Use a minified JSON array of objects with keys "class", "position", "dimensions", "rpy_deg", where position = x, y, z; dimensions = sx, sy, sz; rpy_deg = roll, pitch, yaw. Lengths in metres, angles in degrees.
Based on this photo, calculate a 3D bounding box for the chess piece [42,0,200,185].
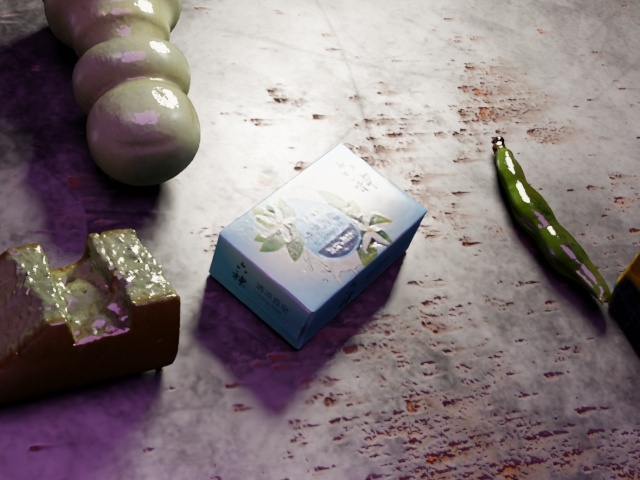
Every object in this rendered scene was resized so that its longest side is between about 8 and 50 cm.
[{"class":"chess piece","position":[-0.236,-0.215,1.128],"dimensions":[0.182,0.182,0.330],"rpy_deg":[-6,61,-22]}]

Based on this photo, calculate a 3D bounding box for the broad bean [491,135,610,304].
[{"class":"broad bean","position":[0.292,-0.029,1.221],"dimensions":[0.060,0.043,0.297],"rpy_deg":[-6,54,-34]}]

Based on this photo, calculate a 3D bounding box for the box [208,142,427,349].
[{"class":"box","position":[0.000,0.000,1.077],"dimensions":[0.142,0.083,0.232],"rpy_deg":[39,53,15]}]

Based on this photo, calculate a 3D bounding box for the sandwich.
[{"class":"sandwich","position":[-0.268,0.082,0.899],"dimensions":[0.235,0.128,0.122],"rpy_deg":[-14,51,-28]}]

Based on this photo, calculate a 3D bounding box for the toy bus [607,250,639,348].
[{"class":"toy bus","position":[0.503,0.127,1.070],"dimensions":[0.162,0.194,0.323],"rpy_deg":[-9,53,-25]}]
